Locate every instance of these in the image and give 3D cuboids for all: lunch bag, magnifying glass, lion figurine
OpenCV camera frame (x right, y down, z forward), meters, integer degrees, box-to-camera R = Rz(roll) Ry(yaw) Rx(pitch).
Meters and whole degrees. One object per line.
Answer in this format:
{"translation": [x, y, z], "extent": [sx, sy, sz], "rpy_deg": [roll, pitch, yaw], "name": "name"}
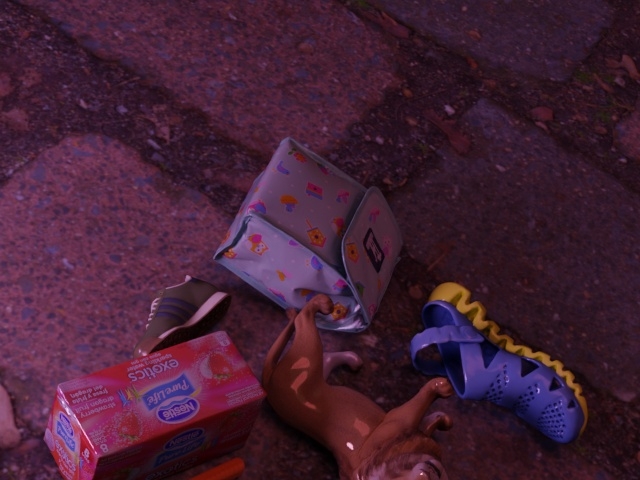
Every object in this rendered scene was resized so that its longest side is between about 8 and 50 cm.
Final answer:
{"translation": [0.000, 0.000, 1.939], "extent": [0.262, 0.160, 0.223], "rpy_deg": [33, 40, -6], "name": "lunch bag"}
{"translation": [-0.185, 0.328, 1.603], "extent": [0.026, 0.092, 0.231], "rpy_deg": [42, 36, 23], "name": "magnifying glass"}
{"translation": [0.036, 0.247, 1.751], "extent": [0.392, 0.142, 0.240], "rpy_deg": [29, 50, 27], "name": "lion figurine"}

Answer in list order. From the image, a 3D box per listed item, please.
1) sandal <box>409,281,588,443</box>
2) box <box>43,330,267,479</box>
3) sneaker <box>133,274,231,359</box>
{"translation": [0.254, 0.203, 1.882], "extent": [0.317, 0.126, 0.138], "rpy_deg": [36, 48, 25], "name": "sandal"}
{"translation": [-0.216, 0.231, 1.642], "extent": [0.256, 0.128, 0.123], "rpy_deg": [-16, 56, -35], "name": "box"}
{"translation": [-0.219, 0.112, 1.808], "extent": [0.086, 0.064, 0.192], "rpy_deg": [33, 44, 21], "name": "sneaker"}
